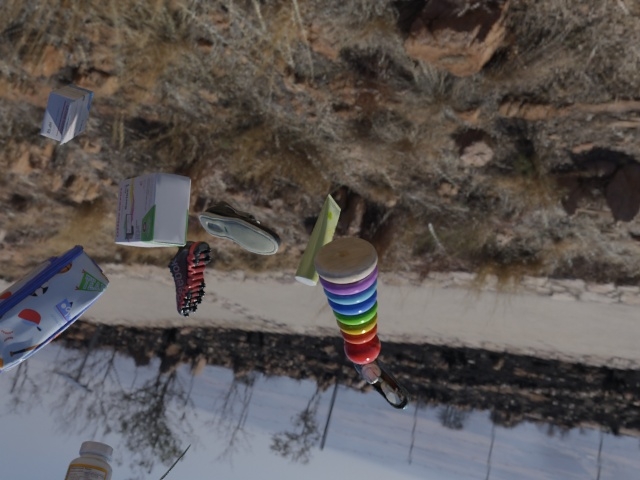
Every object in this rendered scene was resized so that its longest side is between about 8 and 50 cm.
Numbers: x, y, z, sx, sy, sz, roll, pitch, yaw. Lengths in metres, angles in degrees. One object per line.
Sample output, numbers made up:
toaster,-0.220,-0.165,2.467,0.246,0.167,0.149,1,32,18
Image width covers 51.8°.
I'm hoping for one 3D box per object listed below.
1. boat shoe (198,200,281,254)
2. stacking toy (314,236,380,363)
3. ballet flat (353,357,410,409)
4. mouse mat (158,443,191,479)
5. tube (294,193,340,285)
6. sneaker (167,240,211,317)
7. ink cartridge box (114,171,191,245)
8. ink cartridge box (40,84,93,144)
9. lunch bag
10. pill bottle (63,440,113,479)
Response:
boat shoe,-0.171,-0.036,1.477,0.233,0.079,0.084,21,137,36
stacking toy,0.076,0.160,1.525,0.141,0.141,0.330,9,130,25
ballet flat,0.157,0.359,1.681,0.188,0.070,0.070,41,163,4
mouse mat,-0.515,0.782,2.246,0.007,0.190,0.152,42,175,1
tube,0.000,0.000,1.749,0.062,0.240,0.070,24,161,-12
sneaker,-0.466,0.124,2.288,0.135,0.276,0.097,17,-168,28
ink cartridge box,-0.506,-0.086,1.969,0.117,0.201,0.278,7,175,-38
ink cartridge box,-0.585,-0.292,1.512,0.060,0.104,0.180,19,-163,-9
lunch bag,-0.491,0.109,1.137,0.115,0.243,0.303,52,154,-15
pill bottle,-0.619,0.646,1.739,0.117,0.208,0.118,5,144,4
